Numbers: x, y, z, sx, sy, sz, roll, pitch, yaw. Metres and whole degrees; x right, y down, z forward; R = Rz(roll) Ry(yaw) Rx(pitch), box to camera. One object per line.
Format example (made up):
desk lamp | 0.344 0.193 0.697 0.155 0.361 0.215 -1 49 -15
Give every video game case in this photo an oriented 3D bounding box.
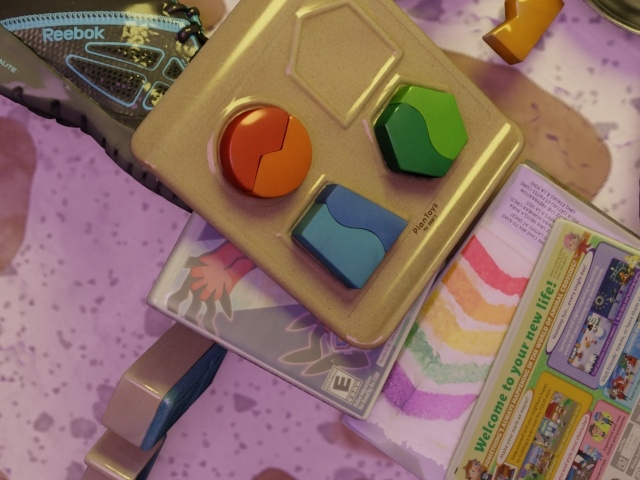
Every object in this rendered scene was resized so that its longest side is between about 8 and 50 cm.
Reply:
video game case | 0.204 0.116 0.929 0.193 0.023 0.212 27 98 34
video game case | 0.000 0.000 0.971 0.183 0.023 0.201 31 78 -18

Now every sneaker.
sneaker | -0.114 -0.111 1.024 0.341 0.125 0.139 32 90 2

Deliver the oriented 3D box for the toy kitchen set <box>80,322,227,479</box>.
toy kitchen set | -0.096 0.196 1.062 0.166 0.122 0.207 31 118 6

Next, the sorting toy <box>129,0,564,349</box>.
sorting toy | 0.042 -0.107 0.956 0.229 0.041 0.307 41 74 -16

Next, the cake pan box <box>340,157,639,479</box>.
cake pan box | 0.189 0.112 1.018 0.267 0.070 0.245 37 100 5

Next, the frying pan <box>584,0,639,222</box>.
frying pan | 0.286 -0.181 0.992 0.197 0.053 0.326 -17 92 10
